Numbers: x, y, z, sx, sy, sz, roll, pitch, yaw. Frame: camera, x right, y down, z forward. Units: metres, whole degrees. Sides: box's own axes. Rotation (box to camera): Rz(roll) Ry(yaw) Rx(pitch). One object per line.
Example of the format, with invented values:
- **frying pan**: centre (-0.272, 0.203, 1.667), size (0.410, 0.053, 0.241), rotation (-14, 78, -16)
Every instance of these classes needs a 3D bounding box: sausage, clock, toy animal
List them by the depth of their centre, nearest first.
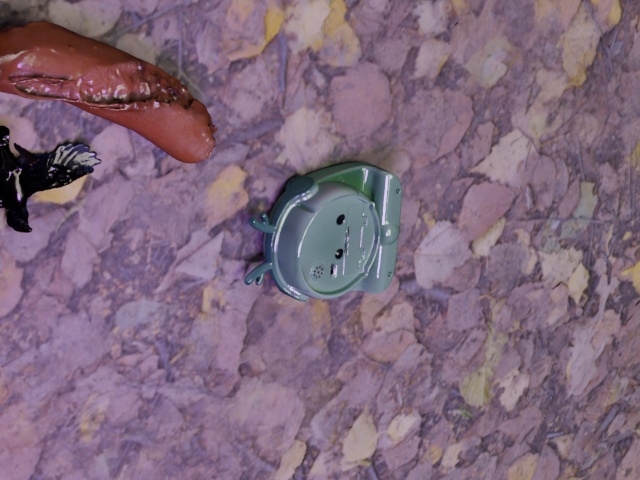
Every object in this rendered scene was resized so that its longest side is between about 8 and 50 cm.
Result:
- **toy animal**: centre (-0.310, -0.057, 1.785), size (0.220, 0.062, 0.108), rotation (-32, 145, -31)
- **sausage**: centre (-0.222, -0.155, 1.801), size (0.327, 0.079, 0.087), rotation (21, 78, -47)
- **clock**: centre (0.000, 0.000, 2.089), size (0.211, 0.066, 0.159), rotation (-14, 117, -38)
